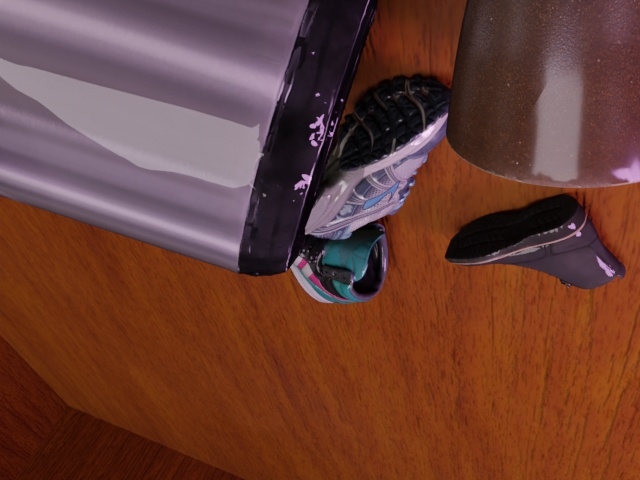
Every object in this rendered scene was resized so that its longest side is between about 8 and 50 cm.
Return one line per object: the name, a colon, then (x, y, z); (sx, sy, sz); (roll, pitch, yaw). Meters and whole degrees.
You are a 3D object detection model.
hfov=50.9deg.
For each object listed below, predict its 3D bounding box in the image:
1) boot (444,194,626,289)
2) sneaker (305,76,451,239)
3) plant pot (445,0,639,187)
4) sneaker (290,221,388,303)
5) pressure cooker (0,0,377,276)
boot: (0.275, 0.028, 0.875); (0.137, 0.076, 0.198); (41, 147, -26)
sneaker: (0.072, -0.093, 0.844); (0.122, 0.110, 0.283); (21, 139, -36)
plant pot: (0.207, -0.194, 0.533); (0.216, 0.215, 0.230); (11, 129, 26)
sneaker: (0.000, 0.000, 0.993); (0.179, 0.123, 0.295); (-2, 143, 46)
pressure cooker: (-0.173, -0.184, 0.612); (0.421, 0.375, 0.370); (19, -174, 0)
